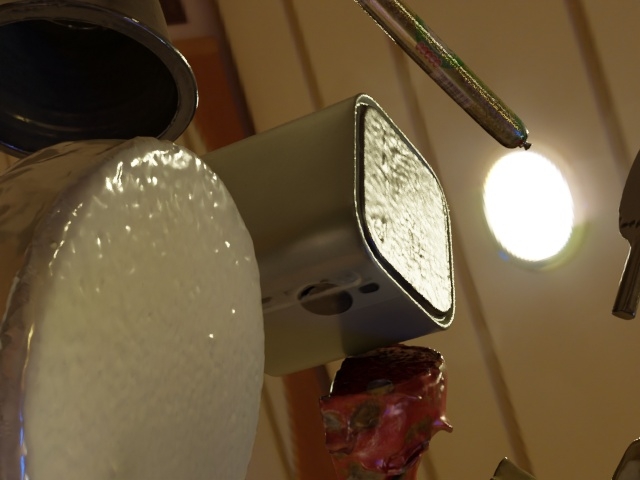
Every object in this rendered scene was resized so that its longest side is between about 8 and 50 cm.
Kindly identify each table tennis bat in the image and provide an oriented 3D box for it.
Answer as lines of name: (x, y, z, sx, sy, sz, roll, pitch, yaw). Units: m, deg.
table tennis bat: (0.341, -0.030, 1.093, 0.234, 0.022, 0.131, -69, -168, -15)

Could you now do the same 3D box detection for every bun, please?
bun: (-0.154, 0.073, 0.581, 0.175, 0.263, 0.263, 2, -73, 20)

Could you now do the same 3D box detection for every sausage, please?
sausage: (0.104, -0.171, 0.984, 0.269, 0.032, 0.033, 41, -33, -18)

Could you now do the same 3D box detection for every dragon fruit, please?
dragon fruit: (0.088, 0.230, 1.233, 0.134, 0.262, 0.211, -2, -80, 10)

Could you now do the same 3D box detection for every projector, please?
projector: (0.000, 0.000, 1.302, 0.249, 0.248, 0.248, -19, -130, 25)

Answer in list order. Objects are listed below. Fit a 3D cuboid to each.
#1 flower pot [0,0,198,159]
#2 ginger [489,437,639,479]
flower pot: (-0.231, -0.191, 1.002, 0.235, 0.235, 0.148, -45, -142, 49)
ginger: (0.204, 0.368, 0.786, 0.358, 0.211, 0.413, 109, -6, -60)
